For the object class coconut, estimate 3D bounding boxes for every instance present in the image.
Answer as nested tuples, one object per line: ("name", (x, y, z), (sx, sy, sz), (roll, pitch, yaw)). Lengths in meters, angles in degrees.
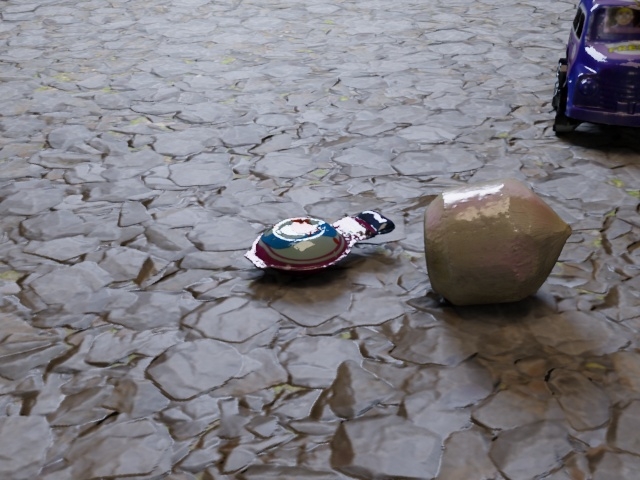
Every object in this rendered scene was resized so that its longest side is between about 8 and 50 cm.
("coconut", (0.150, -0.001, 0.828), (0.124, 0.110, 0.110), (-5, 27, 8))

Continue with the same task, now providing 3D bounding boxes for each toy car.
("toy car", (0.373, -0.220, 1.175), (0.172, 0.158, 0.235), (4, 28, 12))

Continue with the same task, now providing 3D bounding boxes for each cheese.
("cheese", (0.000, 0.000, 0.900), (0.145, 0.038, 0.095), (-18, 32, -26))
